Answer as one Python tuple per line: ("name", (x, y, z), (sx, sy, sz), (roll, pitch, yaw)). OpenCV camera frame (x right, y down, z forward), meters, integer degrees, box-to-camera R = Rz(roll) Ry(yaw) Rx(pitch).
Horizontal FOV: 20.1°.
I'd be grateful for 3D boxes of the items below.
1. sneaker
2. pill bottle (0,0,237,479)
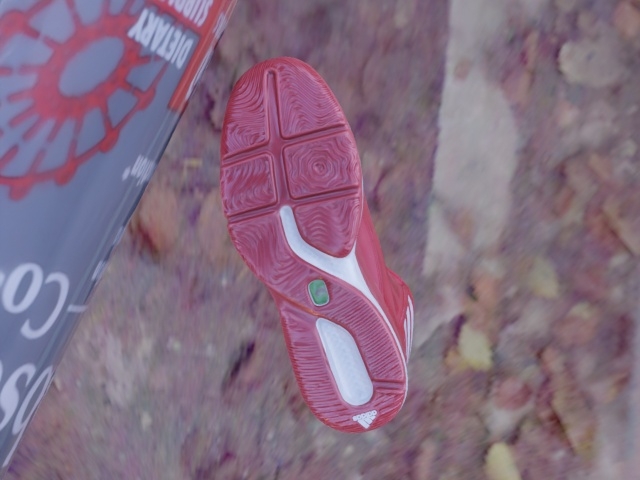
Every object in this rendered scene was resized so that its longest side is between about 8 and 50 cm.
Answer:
("sneaker", (0.000, 0.000, 1.088), (0.087, 0.128, 0.221), (-11, 93, 8))
("pill bottle", (-0.186, 0.021, 0.544), (0.210, 0.210, 0.363), (26, 90, 1))
